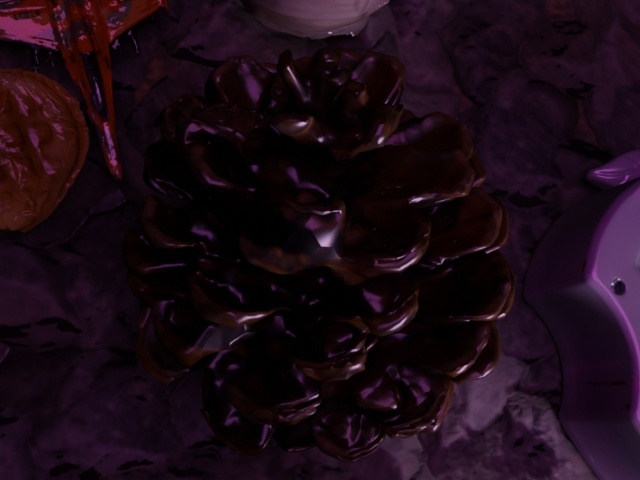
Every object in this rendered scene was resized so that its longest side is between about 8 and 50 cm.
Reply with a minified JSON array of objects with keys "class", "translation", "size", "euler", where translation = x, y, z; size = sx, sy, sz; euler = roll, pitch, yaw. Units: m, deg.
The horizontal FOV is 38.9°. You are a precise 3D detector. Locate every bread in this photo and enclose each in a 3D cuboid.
[{"class":"bread","translation":[-0.200,-0.057,0.597],"size":[0.083,0.044,0.110],"euler":[33,101,-8]}]

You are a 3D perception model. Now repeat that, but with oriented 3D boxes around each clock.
[{"class":"clock","translation":[0.334,0.065,0.689],"size":[0.338,0.102,0.338],"euler":[3,78,-13]}]

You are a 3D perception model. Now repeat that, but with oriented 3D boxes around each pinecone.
[{"class":"pinecone","translation":[-0.009,-0.002,0.553],"size":[0.243,0.243,0.257],"euler":[-34,121,-17]}]

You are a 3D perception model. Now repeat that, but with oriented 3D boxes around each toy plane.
[{"class":"toy plane","translation":[-0.165,-0.132,0.635],"size":[0.135,0.062,0.188],"euler":[-15,97,-16]}]

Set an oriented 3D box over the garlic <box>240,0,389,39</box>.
[{"class":"garlic","translation":[0.000,-0.276,0.658],"size":[0.178,0.143,0.229],"euler":[-7,72,-13]}]
